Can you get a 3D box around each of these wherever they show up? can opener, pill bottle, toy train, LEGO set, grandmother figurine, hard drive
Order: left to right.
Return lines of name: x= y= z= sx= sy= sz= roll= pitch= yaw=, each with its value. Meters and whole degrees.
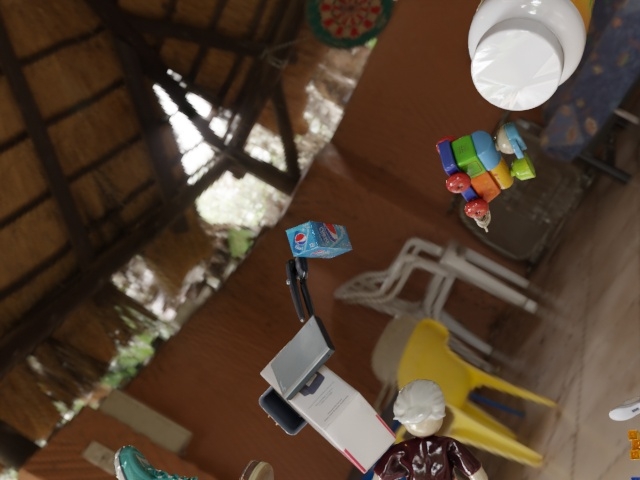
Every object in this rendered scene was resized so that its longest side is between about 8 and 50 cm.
can opener: x=-0.052 y=0.119 z=2.054 sx=0.073 sy=0.059 sz=0.186 roll=88 pitch=175 yaw=-58
hard drive: x=-0.034 y=0.217 z=1.550 sx=0.135 sy=0.022 sz=0.094 roll=-51 pitch=37 yaw=18
grandmother figurine: x=0.183 y=0.405 z=1.417 sx=0.104 sy=0.207 sz=0.342 roll=-127 pitch=30 yaw=-86
toy train: x=0.314 y=-0.106 z=1.471 sx=0.143 sy=0.248 sz=0.105 roll=-23 pitch=52 yaw=20
pill bottle: x=0.258 y=-0.263 z=1.024 sx=0.246 sy=0.136 sz=0.136 roll=-62 pitch=-2 yaw=-47
LEGO set: x=0.661 y=0.438 z=1.646 sx=0.087 sy=0.093 sz=0.227 roll=-13 pitch=68 yaw=42

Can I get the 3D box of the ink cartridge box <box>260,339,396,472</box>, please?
ink cartridge box: x=0.012 y=0.321 z=1.641 sx=0.100 sy=0.237 sz=0.172 roll=-45 pitch=-52 yaw=-11

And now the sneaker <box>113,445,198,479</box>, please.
sneaker: x=-0.274 y=0.473 z=1.574 sx=0.110 sy=0.275 sz=0.107 roll=-39 pitch=19 yaw=15

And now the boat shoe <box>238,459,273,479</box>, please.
boat shoe: x=-0.195 y=0.576 z=1.759 sx=0.123 sy=0.123 sz=0.342 roll=-44 pitch=-22 yaw=-52

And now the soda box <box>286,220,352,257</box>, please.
soda box: x=0.000 y=0.000 z=2.042 sx=0.071 sy=0.067 sz=0.210 roll=-22 pitch=-11 yaw=23

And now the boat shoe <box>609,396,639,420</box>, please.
boat shoe: x=0.704 y=0.377 z=1.902 sx=0.100 sy=0.035 sz=0.035 roll=-33 pitch=11 yaw=28

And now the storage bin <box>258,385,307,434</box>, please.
storage bin: x=-0.088 y=0.438 z=2.222 sx=0.098 sy=0.135 sz=0.091 roll=-47 pitch=-5 yaw=15
